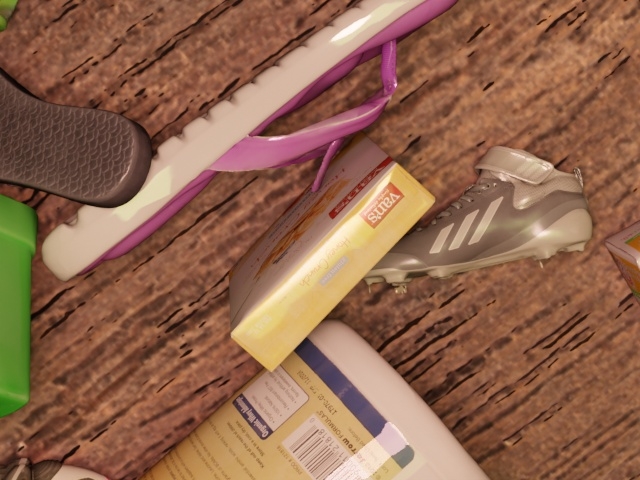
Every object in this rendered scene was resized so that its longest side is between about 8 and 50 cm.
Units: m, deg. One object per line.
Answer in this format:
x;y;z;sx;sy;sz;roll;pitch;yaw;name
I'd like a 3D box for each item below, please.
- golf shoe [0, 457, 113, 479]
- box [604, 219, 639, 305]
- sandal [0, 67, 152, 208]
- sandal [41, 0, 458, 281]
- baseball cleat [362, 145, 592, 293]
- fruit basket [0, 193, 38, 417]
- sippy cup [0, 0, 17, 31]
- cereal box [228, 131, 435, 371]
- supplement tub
-0.238;0.323;1.218;0.120;0.105;0.273;10;98;-12;golf shoe
0.347;0.063;1.213;0.114;0.103;0.203;-32;99;2;box
-0.237;-0.080;1.130;0.254;0.054;0.097;23;89;27;sandal
-0.037;-0.080;1.142;0.416;0.169;0.102;-34;96;14;sandal
0.124;-0.020;1.213;0.206;0.072;0.109;-10;85;-7;baseball cleat
-0.423;-0.013;1.055;0.283;0.392;0.392;-32;100;16;fruit basket
-0.258;-0.327;1.054;0.240;0.224;0.305;-33;99;1;sippy cup
0.000;0.000;1.112;0.047;0.240;0.173;43;93;-9;cereal box
-0.034;0.241;1.137;0.316;0.228;0.228;-41;99;-5;supplement tub
